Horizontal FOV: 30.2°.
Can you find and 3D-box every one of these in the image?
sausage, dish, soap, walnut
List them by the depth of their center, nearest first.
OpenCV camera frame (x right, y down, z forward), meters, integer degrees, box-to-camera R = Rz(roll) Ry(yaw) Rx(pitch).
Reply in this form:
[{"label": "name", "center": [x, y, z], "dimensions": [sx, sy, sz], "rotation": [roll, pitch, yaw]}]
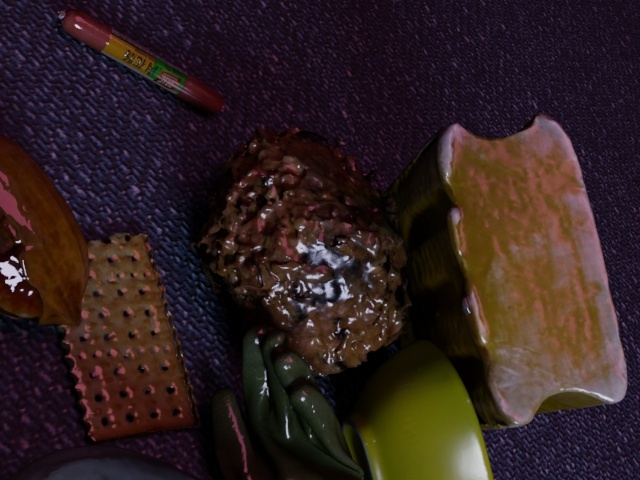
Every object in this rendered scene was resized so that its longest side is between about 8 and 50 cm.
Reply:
[{"label": "walnut", "center": [-0.267, -0.008, 0.999], "dimensions": [0.207, 0.116, 0.116], "rotation": [55, 37, -17]}, {"label": "dish", "center": [0.094, 0.240, 1.207], "dimensions": [0.108, 0.221, 0.262], "rotation": [-15, 84, -11]}, {"label": "soap", "center": [0.171, 0.048, 1.237], "dimensions": [0.156, 0.335, 0.293], "rotation": [-8, 80, -8]}, {"label": "sausage", "center": [-0.188, -0.190, 1.270], "dimensions": [0.223, 0.029, 0.029], "rotation": [28, 47, -34]}]

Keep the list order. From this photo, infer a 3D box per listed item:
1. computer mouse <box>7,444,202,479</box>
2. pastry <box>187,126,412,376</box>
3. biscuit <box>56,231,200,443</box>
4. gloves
[{"label": "computer mouse", "center": [-0.124, 0.283, 0.943], "dimensions": [0.371, 0.122, 0.188], "rotation": [27, 58, -35]}, {"label": "pastry", "center": [0.000, 0.000, 1.220], "dimensions": [0.275, 0.193, 0.275], "rotation": [27, 46, -33]}, {"label": "biscuit", "center": [-0.186, 0.086, 1.094], "dimensions": [0.144, 0.016, 0.203], "rotation": [-2, 68, -50]}, {"label": "gloves", "center": [-0.029, 0.211, 1.112], "dimensions": [0.107, 0.135, 0.268], "rotation": [158, -78, -86]}]
